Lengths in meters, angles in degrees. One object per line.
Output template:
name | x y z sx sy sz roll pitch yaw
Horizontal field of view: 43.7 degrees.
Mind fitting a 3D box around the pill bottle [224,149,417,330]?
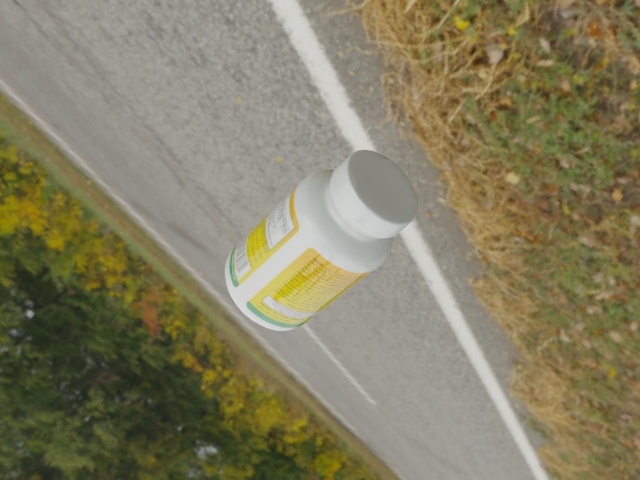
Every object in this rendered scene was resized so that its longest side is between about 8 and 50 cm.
pill bottle | 0.000 0.000 0.825 0.118 0.117 0.208 39 131 -11
